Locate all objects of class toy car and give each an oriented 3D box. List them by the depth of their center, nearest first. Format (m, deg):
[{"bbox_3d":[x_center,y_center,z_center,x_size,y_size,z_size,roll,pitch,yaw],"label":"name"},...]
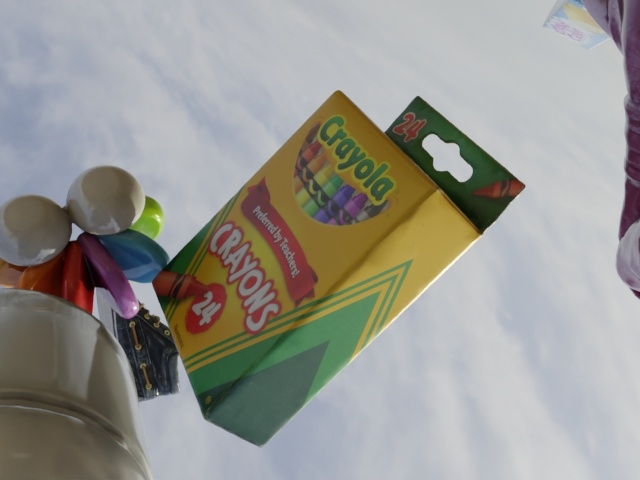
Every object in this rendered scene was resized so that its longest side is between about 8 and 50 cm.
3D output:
[{"bbox_3d":[-0.231,0.025,0.828,0.182,0.159,0.136,-24,-117,-18],"label":"toy car"}]

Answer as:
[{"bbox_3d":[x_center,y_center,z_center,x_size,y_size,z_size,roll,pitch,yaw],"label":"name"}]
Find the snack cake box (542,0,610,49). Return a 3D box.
[{"bbox_3d":[0.410,-0.371,1.184,0.089,0.152,0.264,28,-171,3],"label":"snack cake box"}]

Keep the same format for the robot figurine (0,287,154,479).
[{"bbox_3d":[-0.217,0.160,0.560,0.300,0.199,0.353,33,-173,-26],"label":"robot figurine"}]

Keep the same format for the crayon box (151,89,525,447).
[{"bbox_3d":[0.000,0.000,0.744,0.081,0.318,0.202,39,-171,-38],"label":"crayon box"}]

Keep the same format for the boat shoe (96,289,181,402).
[{"bbox_3d":[-0.210,0.094,0.954,0.083,0.065,0.183,-8,-93,-15],"label":"boat shoe"}]

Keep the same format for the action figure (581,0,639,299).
[{"bbox_3d":[0.206,-0.070,0.460,0.248,0.370,0.276,-17,-157,-35],"label":"action figure"}]
